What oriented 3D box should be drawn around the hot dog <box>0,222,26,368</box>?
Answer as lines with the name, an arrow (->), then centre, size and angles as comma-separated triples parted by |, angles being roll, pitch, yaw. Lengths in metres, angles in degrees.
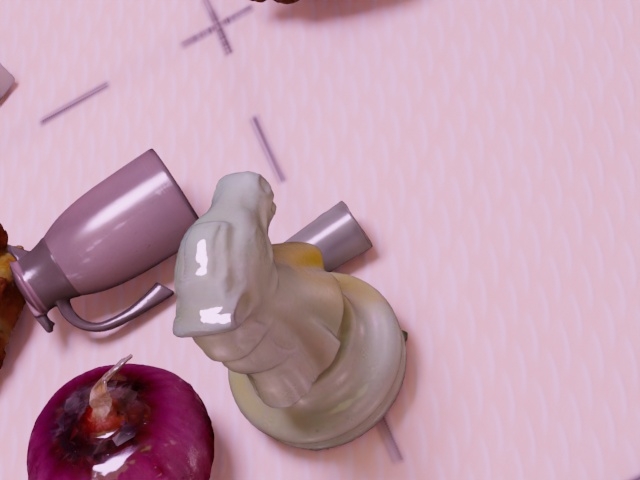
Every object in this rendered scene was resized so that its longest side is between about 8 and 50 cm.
hot dog -> -0.370, 0.072, 1.491 | 0.103, 0.146, 0.213 | -16, 56, 45

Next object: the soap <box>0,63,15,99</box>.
soap -> -0.462, -0.190, 1.731 | 0.183, 0.064, 0.121 | 28, 76, 33

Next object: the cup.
cup -> -0.002, -0.002, 1.437 | 0.083, 0.054, 0.075 | -33, 55, 3

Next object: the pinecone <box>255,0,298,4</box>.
pinecone -> -0.009, -0.371, 1.570 | 0.224, 0.224, 0.272 | -5, 35, 19

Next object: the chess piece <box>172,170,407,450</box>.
chess piece -> -0.043, 0.057, 1.271 | 0.176, 0.298, 0.175 | -10, 60, 18

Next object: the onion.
onion -> -0.183, 0.194, 1.337 | 0.177, 0.153, 0.177 | -8, 70, 24

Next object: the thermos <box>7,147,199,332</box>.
thermos -> -0.213, 0.015, 1.482 | 0.193, 0.105, 0.137 | -34, 92, -7
